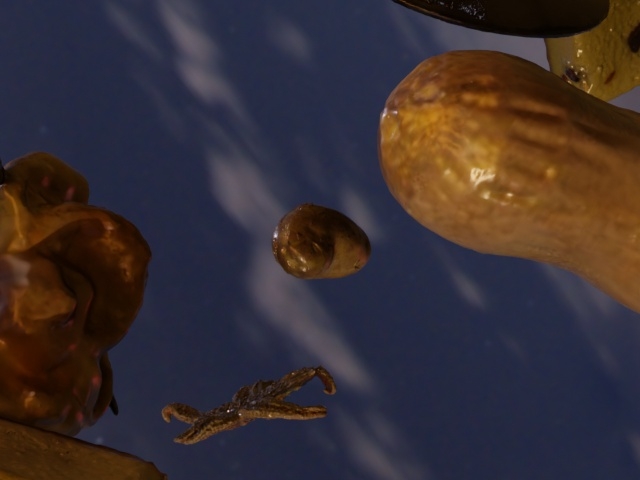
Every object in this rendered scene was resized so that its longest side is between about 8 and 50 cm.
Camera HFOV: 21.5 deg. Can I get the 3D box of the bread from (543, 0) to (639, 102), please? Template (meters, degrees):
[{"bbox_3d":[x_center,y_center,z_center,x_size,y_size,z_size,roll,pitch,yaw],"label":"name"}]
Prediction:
[{"bbox_3d":[0.280,-0.309,1.707,0.077,0.138,0.361,43,155,54],"label":"bread"}]

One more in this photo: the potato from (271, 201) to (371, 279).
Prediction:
[{"bbox_3d":[0.000,0.000,1.018,0.092,0.045,0.046,-4,-80,-61],"label":"potato"}]

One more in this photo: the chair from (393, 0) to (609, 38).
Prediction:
[{"bbox_3d":[0.154,-0.366,1.170,0.226,0.401,0.226,11,-149,-7],"label":"chair"}]

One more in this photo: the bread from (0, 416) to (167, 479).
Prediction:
[{"bbox_3d":[-0.330,0.318,1.489,0.333,0.324,0.143,15,-169,6],"label":"bread"}]

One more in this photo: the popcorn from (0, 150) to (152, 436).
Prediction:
[{"bbox_3d":[-0.296,0.091,1.655,0.281,0.316,0.297,41,-169,-36],"label":"popcorn"}]

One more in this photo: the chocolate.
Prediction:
[{"bbox_3d":[0.178,-0.031,1.049,0.309,0.134,0.134,21,-147,-13],"label":"chocolate"}]

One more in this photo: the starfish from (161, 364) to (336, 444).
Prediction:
[{"bbox_3d":[-0.088,0.179,1.858,0.150,0.209,0.053,-25,-76,-56],"label":"starfish"}]
